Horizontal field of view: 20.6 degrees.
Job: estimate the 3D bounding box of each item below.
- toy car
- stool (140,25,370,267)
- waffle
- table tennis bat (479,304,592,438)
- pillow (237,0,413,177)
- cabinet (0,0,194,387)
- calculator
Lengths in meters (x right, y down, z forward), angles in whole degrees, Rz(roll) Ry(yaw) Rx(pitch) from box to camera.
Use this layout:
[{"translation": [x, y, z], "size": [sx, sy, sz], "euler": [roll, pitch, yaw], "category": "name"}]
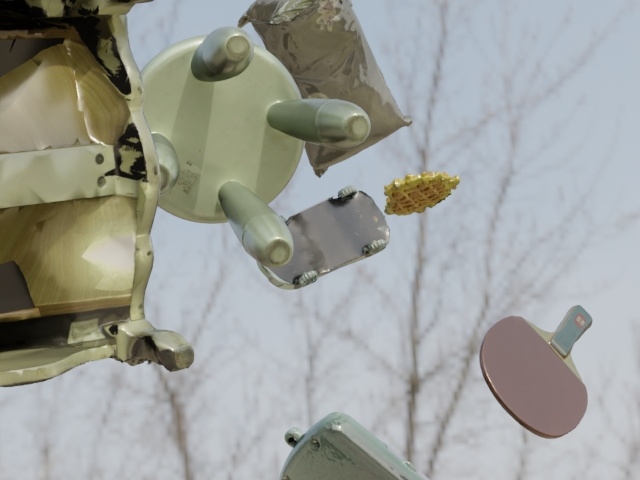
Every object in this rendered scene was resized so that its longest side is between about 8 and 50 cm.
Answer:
[{"translation": [0.000, 0.000, 2.258], "size": [0.205, 0.095, 0.056], "euler": [-25, -9, -31], "category": "toy car"}, {"translation": [-0.088, -0.099, 1.723], "size": [0.195, 0.195, 0.198], "euler": [32, 1, -18], "category": "stool"}, {"translation": [0.093, -0.045, 1.706], "size": [0.078, 0.016, 0.085], "euler": [-8, -20, -15], "category": "waffle"}, {"translation": [0.273, 0.144, 2.125], "size": [0.021, 0.154, 0.274], "euler": [-43, -2, 34], "category": "table tennis bat"}, {"translation": [0.011, -0.227, 2.306], "size": [0.169, 0.255, 0.059], "euler": [-27, 9, -9], "category": "pillow"}, {"translation": [-0.273, -0.045, 1.221], "size": [0.318, 0.290, 0.227], "euler": [2, 8, 43], "category": "cabinet"}, {"translation": [0.060, 0.275, 1.811], "size": [0.246, 0.045, 0.141], "euler": [38, -45, 5], "category": "calculator"}]
